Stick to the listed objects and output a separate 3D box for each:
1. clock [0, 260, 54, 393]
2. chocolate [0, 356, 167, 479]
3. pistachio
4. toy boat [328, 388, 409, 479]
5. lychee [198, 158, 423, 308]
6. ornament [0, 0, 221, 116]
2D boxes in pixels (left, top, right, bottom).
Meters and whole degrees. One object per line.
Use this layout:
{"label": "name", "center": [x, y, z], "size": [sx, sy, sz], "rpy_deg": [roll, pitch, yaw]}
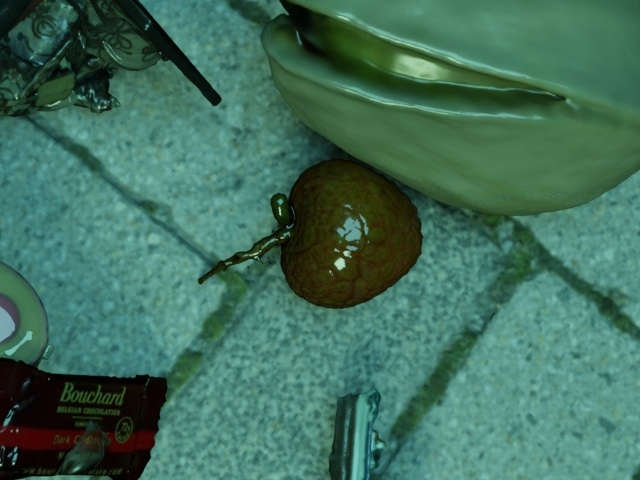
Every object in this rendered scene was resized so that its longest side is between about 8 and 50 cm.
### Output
{"label": "clock", "center": [-0.360, 0.094, 1.060], "size": [0.309, 0.114, 0.284], "rpy_deg": [28, 77, -6]}
{"label": "chocolate", "center": [-0.161, 0.123, 1.082], "size": [0.182, 0.028, 0.086], "rpy_deg": [18, 88, -54]}
{"label": "pistachio", "center": [0.103, -0.124, 1.147], "size": [0.331, 0.226, 0.208], "rpy_deg": [14, 108, -22]}
{"label": "toy boat", "center": [0.039, 0.176, 1.163], "size": [0.066, 0.059, 0.140], "rpy_deg": [3, 82, 5]}
{"label": "lychee", "center": [0.006, 0.002, 1.164], "size": [0.140, 0.114, 0.101], "rpy_deg": [-18, 50, -33]}
{"label": "ornament", "center": [-0.201, -0.107, 1.126], "size": [0.196, 0.166, 0.153], "rpy_deg": [-40, 69, 3]}
